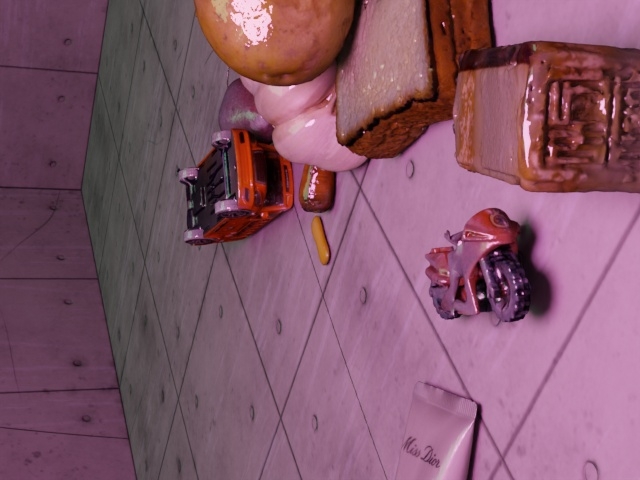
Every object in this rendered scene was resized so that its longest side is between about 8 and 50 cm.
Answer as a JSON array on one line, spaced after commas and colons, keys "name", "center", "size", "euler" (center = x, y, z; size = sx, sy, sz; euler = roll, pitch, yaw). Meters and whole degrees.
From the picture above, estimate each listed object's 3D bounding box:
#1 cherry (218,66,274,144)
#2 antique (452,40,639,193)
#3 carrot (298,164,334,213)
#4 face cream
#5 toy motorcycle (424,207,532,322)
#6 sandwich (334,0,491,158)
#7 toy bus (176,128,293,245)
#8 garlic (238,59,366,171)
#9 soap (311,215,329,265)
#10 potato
[{"name": "cherry", "center": [-0.113, -0.249, 1.754], "size": [0.148, 0.115, 0.188], "euler": [-108, 28, -81]}, {"name": "antique", "center": [0.203, -0.119, 0.965], "size": [0.284, 0.150, 0.125], "euler": [-146, 58, -73]}, {"name": "carrot", "center": [0.000, -0.122, 1.554], "size": [0.055, 0.055, 0.161], "euler": [-170, 88, -67]}, {"name": "face cream", "center": [0.124, 0.334, 1.209], "size": [0.143, 0.089, 0.314], "euler": [6, 84, 67]}, {"name": "toy motorcycle", "center": [0.167, 0.028, 1.100], "size": [0.212, 0.084, 0.118], "euler": [168, 94, -72]}, {"name": "sandwich", "center": [0.106, -0.248, 1.240], "size": [0.273, 0.095, 0.248], "euler": [158, 113, -66]}, {"name": "toy bus", "center": [-0.146, -0.086, 1.771], "size": [0.329, 0.153, 0.142], "euler": [148, 119, -65]}, {"name": "garlic", "center": [-0.020, -0.245, 1.437], "size": [0.203, 0.185, 0.281], "euler": [-38, 52, 42]}, {"name": "soap", "center": [0.000, 0.000, 1.592], "size": [0.034, 0.012, 0.089], "euler": [117, 147, -47]}, {"name": "potato", "center": [-0.058, -0.324, 1.274], "size": [0.229, 0.229, 0.265], "euler": [174, 95, -67]}]
